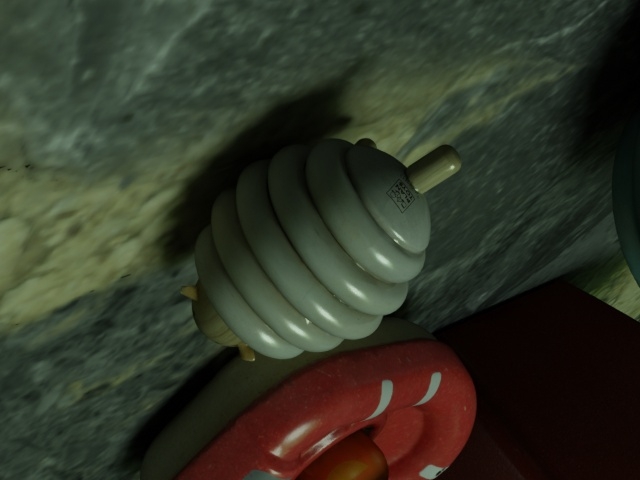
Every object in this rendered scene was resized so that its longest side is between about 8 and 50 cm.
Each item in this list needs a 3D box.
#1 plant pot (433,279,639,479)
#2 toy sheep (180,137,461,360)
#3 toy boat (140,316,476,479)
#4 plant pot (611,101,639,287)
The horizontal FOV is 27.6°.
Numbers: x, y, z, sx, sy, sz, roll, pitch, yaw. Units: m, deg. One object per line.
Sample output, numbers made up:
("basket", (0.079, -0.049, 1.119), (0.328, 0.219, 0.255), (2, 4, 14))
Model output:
("plant pot", (0.165, 0.190, 1.003), (0.267, 0.235, 0.267), (-18, 152, -44))
("toy sheep", (0.000, 0.000, 0.515), (0.132, 0.091, 0.091), (-40, 161, 22))
("toy boat", (0.018, 0.138, 0.756), (0.151, 0.151, 0.231), (-46, 159, 24))
("plant pot", (0.286, -0.032, 0.707), (0.293, 0.293, 0.196), (-27, -176, -28))
